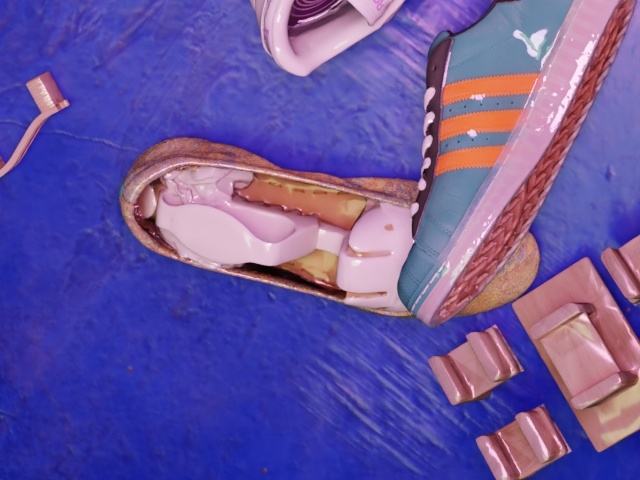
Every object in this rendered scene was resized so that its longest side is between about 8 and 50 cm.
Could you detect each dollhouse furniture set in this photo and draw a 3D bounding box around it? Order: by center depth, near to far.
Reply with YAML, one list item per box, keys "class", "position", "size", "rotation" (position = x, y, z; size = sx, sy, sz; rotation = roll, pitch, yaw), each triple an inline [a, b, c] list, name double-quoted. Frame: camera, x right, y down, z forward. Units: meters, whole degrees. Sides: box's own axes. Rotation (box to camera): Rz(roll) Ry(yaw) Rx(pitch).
- class: "dollhouse furniture set"
  position: [0.252, 0.135, 1.152]
  size: [0.212, 0.161, 0.242]
  rotation: [-35, 74, 20]

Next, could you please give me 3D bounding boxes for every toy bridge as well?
- class: "toy bridge"
  position: [-0.297, -0.083, 1.255]
  size: [0.188, 0.026, 0.063]
  rotation: [-23, 102, 19]

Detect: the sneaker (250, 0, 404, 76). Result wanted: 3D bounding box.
- class: "sneaker"
  position: [0.069, -0.233, 1.048]
  size: [0.114, 0.152, 0.305]
  rotation: [35, 117, -24]

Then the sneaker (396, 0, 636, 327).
- class: "sneaker"
  position: [0.122, -0.084, 1.093]
  size: [0.121, 0.108, 0.302]
  rotation: [28, 87, 20]

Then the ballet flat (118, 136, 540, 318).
- class: "ballet flat"
  position: [0.000, 0.000, 1.160]
  size: [0.349, 0.123, 0.123]
  rotation: [15, 109, 9]
